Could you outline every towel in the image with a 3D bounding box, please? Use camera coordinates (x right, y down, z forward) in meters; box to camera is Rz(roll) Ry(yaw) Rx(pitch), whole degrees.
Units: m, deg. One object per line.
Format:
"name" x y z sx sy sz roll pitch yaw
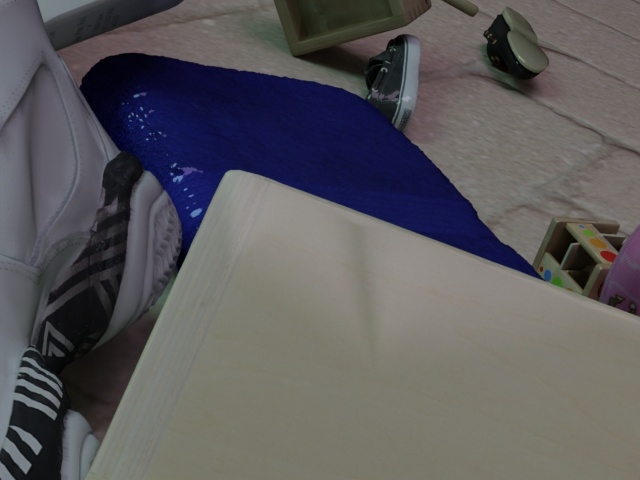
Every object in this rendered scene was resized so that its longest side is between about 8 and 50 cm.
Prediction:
"towel" 0.000 0.000 0.673 0.227 0.076 0.308 6 31 -33

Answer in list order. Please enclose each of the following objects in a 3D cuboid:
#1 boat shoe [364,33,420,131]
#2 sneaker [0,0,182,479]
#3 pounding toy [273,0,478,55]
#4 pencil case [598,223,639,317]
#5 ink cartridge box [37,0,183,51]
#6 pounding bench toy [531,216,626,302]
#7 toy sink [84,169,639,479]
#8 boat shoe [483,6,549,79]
"boat shoe" 0.057 -0.135 0.958 0.040 0.049 0.142 15 31 -5
"sneaker" -0.169 -0.005 0.412 0.137 0.210 0.366 -23 20 16
"pounding toy" 0.041 -0.227 0.996 0.141 0.130 0.100 -10 18 27
"pencil case" 0.254 0.114 0.508 0.160 0.167 0.386 37 19 -27
"ink cartridge box" -0.246 -0.229 0.644 0.261 0.296 0.066 -25 0 -16
"pounding bench toy" 0.189 0.026 0.748 0.083 0.052 0.065 2 33 -27
"toy sink" 0.055 0.090 0.407 0.234 0.153 0.131 21 69 5
"boat shoe" 0.185 -0.181 1.120 0.049 0.042 0.133 33 25 -17
